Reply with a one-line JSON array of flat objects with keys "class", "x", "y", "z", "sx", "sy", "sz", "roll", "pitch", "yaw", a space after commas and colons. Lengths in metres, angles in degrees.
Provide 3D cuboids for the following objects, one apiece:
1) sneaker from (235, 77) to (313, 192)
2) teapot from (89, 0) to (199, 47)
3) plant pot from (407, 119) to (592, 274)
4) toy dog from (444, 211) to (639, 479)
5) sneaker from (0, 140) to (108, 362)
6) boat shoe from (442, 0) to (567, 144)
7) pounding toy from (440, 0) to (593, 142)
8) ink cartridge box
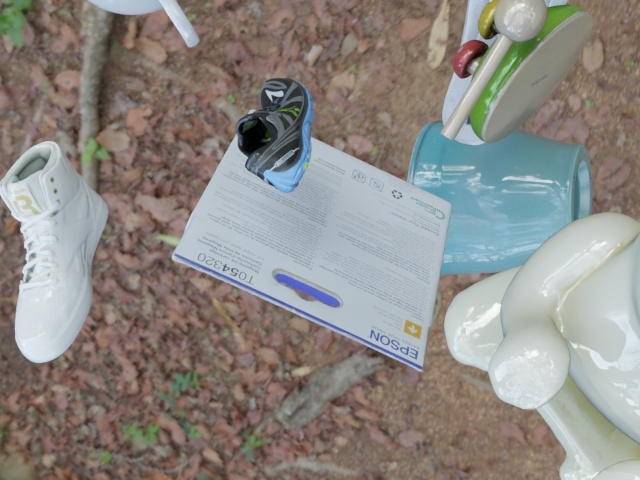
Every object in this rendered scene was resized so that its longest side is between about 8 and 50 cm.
[{"class": "sneaker", "x": -0.053, "y": -0.129, "z": 0.911, "sx": 0.078, "sy": 0.188, "sz": 0.067, "roll": 22, "pitch": 126, "yaw": -21}, {"class": "teapot", "x": -0.294, "y": -0.464, "z": 1.349, "sx": 0.252, "sy": 0.256, "sz": 0.187, "roll": 11, "pitch": 168, "yaw": 13}, {"class": "plant pot", "x": 0.312, "y": -0.071, "z": 1.383, "sx": 0.255, "sy": 0.272, "sz": 0.272, "roll": 1, "pitch": 121, "yaw": 28}, {"class": "toy dog", "x": 0.328, "y": 0.073, "z": 0.674, "sx": 0.285, "sy": 0.395, "sz": 0.408, "roll": 63, "pitch": 174, "yaw": 13}, {"class": "sneaker", "x": -0.376, "y": 0.002, "z": 1.091, "sx": 0.108, "sy": 0.293, "sz": 0.169, "roll": -12, "pitch": 138, "yaw": 12}, {"class": "boat shoe", "x": 0.241, "y": -0.293, "z": 1.091, "sx": 0.121, "sy": 0.119, "sz": 0.335, "roll": 22, "pitch": 122, "yaw": 1}, {"class": "pounding toy", "x": 0.200, "y": -0.214, "z": 0.940, "sx": 0.110, "sy": 0.237, "sz": 0.183, "roll": 44, "pitch": 116, "yaw": 19}, {"class": "ink cartridge box", "x": 0.000, "y": 0.000, "z": 1.076, "sx": 0.324, "sy": 0.330, "sz": 0.071, "roll": 25, "pitch": 133, "yaw": -5}]
